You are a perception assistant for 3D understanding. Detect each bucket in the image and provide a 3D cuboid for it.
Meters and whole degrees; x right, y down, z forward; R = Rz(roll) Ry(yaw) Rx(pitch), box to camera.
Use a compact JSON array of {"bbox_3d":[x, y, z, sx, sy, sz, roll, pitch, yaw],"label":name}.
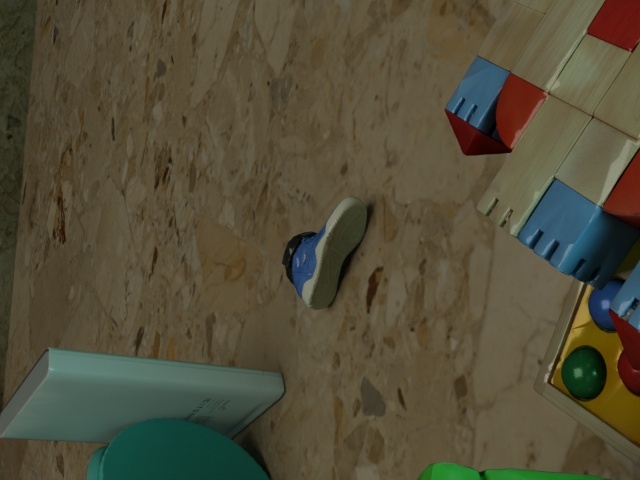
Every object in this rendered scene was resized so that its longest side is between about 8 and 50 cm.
[{"bbox_3d":[-0.192,0.369,1.190,0.183,0.281,0.281,-60,38,25],"label":"bucket"}]

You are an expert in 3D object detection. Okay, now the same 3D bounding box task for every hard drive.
[{"bbox_3d":[-0.229,0.210,1.233,0.203,0.307,0.040,-45,44,43],"label":"hard drive"}]

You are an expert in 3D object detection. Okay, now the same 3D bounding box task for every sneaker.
[{"bbox_3d":[-0.001,0.000,1.161,0.084,0.058,0.152,46,128,42],"label":"sneaker"}]

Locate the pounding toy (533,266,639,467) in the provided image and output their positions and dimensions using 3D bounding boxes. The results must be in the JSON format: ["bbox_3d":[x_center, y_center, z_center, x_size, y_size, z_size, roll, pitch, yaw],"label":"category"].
[{"bbox_3d":[0.268,0.058,0.686,0.181,0.094,0.206,37,114,55],"label":"pounding toy"}]

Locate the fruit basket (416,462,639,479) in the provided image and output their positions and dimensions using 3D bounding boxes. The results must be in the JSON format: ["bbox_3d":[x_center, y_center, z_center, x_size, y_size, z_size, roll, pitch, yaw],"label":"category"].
[{"bbox_3d":[0.098,0.367,0.600,0.392,0.283,0.392,-173,90,-79],"label":"fruit basket"}]

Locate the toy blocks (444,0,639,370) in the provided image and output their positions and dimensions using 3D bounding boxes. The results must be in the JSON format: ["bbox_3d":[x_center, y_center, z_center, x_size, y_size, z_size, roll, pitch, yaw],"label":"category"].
[{"bbox_3d":[0.221,-0.078,0.658,0.261,0.191,0.381,-59,36,12],"label":"toy blocks"}]
